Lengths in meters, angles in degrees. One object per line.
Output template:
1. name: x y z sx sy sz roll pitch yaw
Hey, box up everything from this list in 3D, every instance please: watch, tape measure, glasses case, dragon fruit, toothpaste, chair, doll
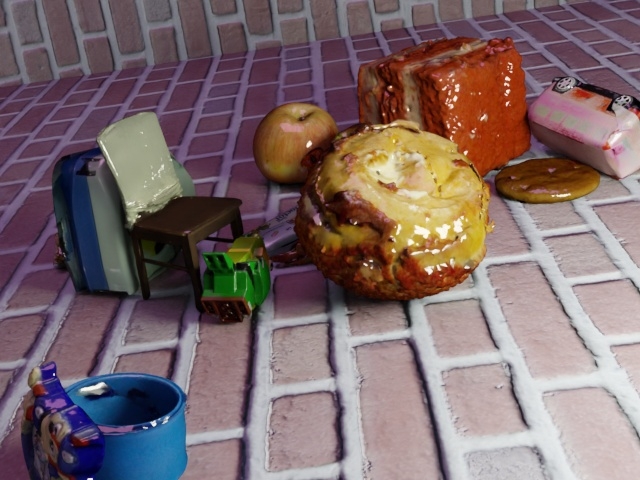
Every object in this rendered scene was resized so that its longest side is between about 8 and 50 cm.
1. watch: -0.259 0.243 1.224 0.200 0.171 0.196 -11 31 -36
2. tape measure: -0.354 -0.053 1.842 0.138 0.259 0.262 6 22 31
3. glasses case: -0.062 -0.009 1.889 0.178 0.045 0.067 -24 27 -34
4. dragon fruit: 0.000 0.000 1.798 0.190 0.094 0.094 -13 20 20
5. toothpaste: -0.075 -0.032 1.970 0.255 0.037 0.067 -30 34 -34
6. chair: -0.250 -0.056 1.710 0.186 0.319 0.160 8 28 35
7. doll: -0.137 0.055 1.644 0.106 0.134 0.186 -3 17 19

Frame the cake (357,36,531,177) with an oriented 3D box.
1. cake: 0.260 -0.294 2.174 0.269 0.270 0.319 -25 26 -35

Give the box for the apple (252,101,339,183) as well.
1. apple: -0.054 -0.218 2.246 0.209 0.164 0.209 1 30 0

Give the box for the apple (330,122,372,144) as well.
1. apple: 0.077 -0.171 2.098 0.163 0.147 0.146 -9 21 4

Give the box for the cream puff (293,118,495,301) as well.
1. cream puff: 0.114 -0.031 1.623 0.350 0.229 0.350 9 42 -8

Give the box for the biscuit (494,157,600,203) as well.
1. biscuit: 0.457 -0.124 1.986 0.212 0.036 0.212 -7 23 3

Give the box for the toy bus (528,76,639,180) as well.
1. toy bus: 0.562 -0.241 2.048 0.147 0.127 0.302 -44 35 -7

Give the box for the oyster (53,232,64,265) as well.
1. oyster: -0.497 0.009 2.007 0.105 0.056 0.177 9 22 20
